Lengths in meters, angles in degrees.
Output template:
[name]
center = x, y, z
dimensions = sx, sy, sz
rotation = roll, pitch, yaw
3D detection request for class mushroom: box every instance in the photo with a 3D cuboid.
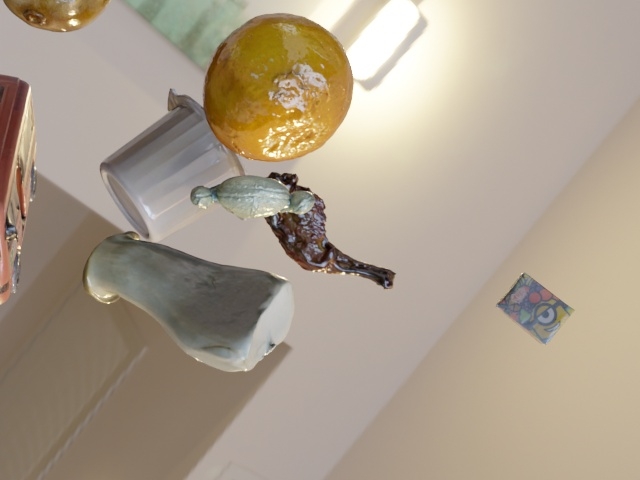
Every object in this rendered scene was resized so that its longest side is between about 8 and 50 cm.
[mushroom]
center = -0.184, 0.069, 1.102
dimensions = 0.328, 0.159, 0.122
rotation = 18, -82, 27

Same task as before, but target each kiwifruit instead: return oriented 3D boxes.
[kiwifruit]
center = -0.452, -0.464, 1.454
dimensions = 0.196, 0.196, 0.234
rotation = -15, -134, 41

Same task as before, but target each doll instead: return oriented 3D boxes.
[doll]
center = -0.117, -0.074, 1.440
dimensions = 0.103, 0.213, 0.072
rotation = 177, -86, -75

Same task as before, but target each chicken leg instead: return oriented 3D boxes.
[chicken leg]
center = 0.000, 0.000, 2.011
dimensions = 0.158, 0.407, 0.096
rotation = -49, -177, 0

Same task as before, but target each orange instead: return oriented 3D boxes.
[orange]
center = -0.060, -0.214, 1.190
dimensions = 0.219, 0.219, 0.193
rotation = -19, -96, 38

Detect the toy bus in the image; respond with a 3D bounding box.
[toy bus]
center = -0.590, -0.096, 1.409
dimensions = 0.427, 0.203, 0.233
rotation = -103, -159, -48

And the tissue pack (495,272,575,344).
[tissue pack]
center = 0.285, 0.090, 1.123
dimensions = 0.063, 0.083, 0.035
rotation = -50, 170, 2

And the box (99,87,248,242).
[box]
center = -0.279, -0.106, 1.597
dimensions = 0.206, 0.291, 0.262
rotation = -35, -138, -20
